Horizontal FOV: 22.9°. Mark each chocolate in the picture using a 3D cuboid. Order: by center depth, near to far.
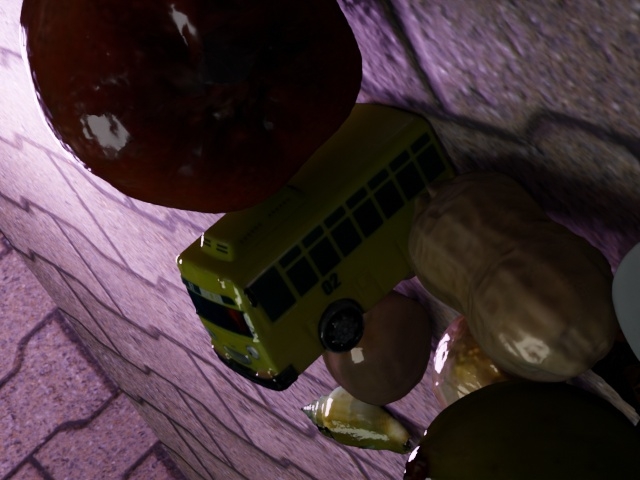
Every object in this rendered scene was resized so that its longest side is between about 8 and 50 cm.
[{"bbox_3d":[0.167,0.129,1.496,0.134,0.134,0.309,43,-178,11],"label":"chocolate"}]

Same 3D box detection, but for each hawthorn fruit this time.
[{"bbox_3d":[-0.117,-0.159,1.365,0.295,0.295,0.311,48,165,-4],"label":"hawthorn fruit"}]

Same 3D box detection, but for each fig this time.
[{"bbox_3d":[0.159,0.207,1.269,0.225,0.203,0.203,11,179,-27],"label":"fig"}]

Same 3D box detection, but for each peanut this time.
[{"bbox_3d":[0.157,0.025,1.310,0.130,0.130,0.290,58,176,-34],"label":"peanut"}]

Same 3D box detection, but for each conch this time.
[{"bbox_3d":[0.055,0.254,2.211,0.201,0.079,0.095,25,173,31],"label":"conch"}]

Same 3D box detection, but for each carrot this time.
[{"bbox_3d":[0.257,0.098,1.323,0.069,0.069,0.228,52,179,-17],"label":"carrot"}]

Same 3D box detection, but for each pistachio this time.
[{"bbox_3d":[0.064,0.115,1.813,0.206,0.131,0.129,69,-164,-62],"label":"pistachio"}]

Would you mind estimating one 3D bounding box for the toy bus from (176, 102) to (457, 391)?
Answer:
[{"bbox_3d":[0.000,0.000,1.448,0.128,0.262,0.150,21,147,54],"label":"toy bus"}]

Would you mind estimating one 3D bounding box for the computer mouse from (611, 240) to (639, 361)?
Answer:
[{"bbox_3d":[0.312,0.084,1.160,0.231,0.079,0.128,43,135,0],"label":"computer mouse"}]

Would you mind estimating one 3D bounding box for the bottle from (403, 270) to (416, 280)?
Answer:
[{"bbox_3d":[0.065,0.002,1.666,0.101,0.047,0.063,33,139,48],"label":"bottle"}]

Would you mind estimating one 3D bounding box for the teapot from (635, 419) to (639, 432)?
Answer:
[{"bbox_3d":[0.351,0.203,1.320,0.193,0.129,0.294,51,164,-10],"label":"teapot"}]
